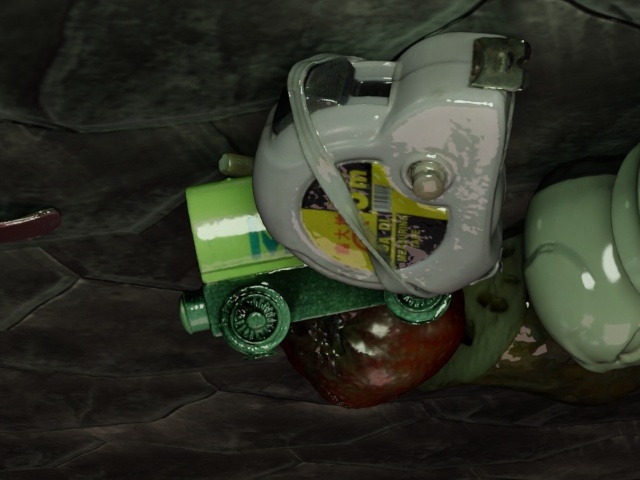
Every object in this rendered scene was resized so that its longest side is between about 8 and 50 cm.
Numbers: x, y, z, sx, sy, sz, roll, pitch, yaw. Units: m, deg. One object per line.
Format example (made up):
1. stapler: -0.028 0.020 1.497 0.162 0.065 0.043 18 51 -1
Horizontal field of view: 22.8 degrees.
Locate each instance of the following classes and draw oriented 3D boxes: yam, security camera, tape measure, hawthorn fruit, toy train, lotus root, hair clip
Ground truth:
1. yam: -0.032 -0.056 1.344 0.116 0.021 0.021 11 157 -29
2. security camera: 0.278 0.002 1.297 0.197 0.191 0.277 2 164 -28
3. tape measure: 0.048 -0.049 1.178 0.197 0.120 0.236 6 136 6
4. hawthorn fruit: 0.064 0.066 1.484 0.181 0.181 0.235 -17 174 37
5. toy train: 0.000 0.000 1.309 0.253 0.157 0.105 -11 -171 -1
6. lotus root: 0.243 0.101 1.641 0.260 0.149 0.267 9 161 -28
7. hair clip: -0.305 -0.014 1.434 0.137 0.022 0.054 1 164 -8
